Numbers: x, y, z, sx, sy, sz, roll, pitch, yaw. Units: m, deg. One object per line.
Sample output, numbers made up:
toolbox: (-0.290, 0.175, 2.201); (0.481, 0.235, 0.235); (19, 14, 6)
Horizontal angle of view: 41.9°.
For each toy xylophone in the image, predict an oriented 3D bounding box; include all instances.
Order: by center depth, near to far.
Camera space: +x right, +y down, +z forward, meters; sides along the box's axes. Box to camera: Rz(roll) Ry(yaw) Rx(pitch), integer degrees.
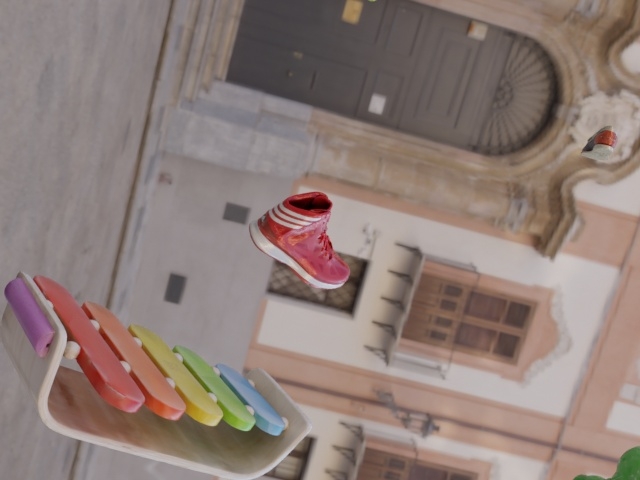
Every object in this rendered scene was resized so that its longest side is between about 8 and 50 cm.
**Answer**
toy xylophone: (-0.170, 0.122, 0.787); (0.236, 0.323, 0.081); (36, -86, 39)

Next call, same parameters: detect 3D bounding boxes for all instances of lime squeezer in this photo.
lime squeezer: (0.321, 0.254, 0.903); (0.310, 0.059, 0.110); (-41, 179, 29)

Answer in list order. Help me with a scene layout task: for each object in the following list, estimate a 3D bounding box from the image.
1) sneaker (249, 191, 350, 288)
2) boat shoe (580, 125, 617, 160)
sneaker: (0.000, 0.000, 1.395); (0.128, 0.221, 0.087); (-38, -133, 27)
boat shoe: (0.505, -0.174, 1.512); (0.137, 0.049, 0.043); (34, 69, -82)
